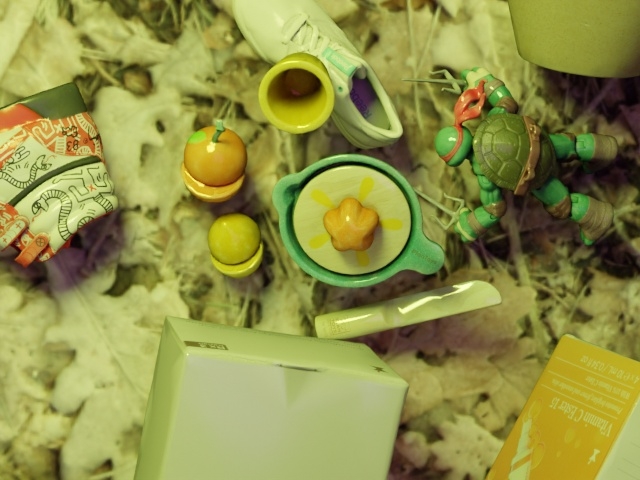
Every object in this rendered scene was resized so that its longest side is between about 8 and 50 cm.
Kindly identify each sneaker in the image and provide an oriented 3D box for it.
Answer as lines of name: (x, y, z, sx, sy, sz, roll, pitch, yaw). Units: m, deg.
sneaker: (-0.319, -0.031, 1.293, 0.270, 0.090, 0.145, -24, 98, -14)
sneaker: (0.007, -0.174, 1.363, 0.212, 0.094, 0.080, 44, 85, -14)

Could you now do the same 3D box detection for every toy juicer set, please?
toy juicer set: (0.000, 0.000, 1.347, 0.209, 0.089, 0.329, -33, 108, 16)

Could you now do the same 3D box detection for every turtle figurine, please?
turtle figurine: (0.183, -0.078, 1.412, 0.234, 0.118, 0.175, 14, 91, -21)

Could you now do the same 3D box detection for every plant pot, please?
plant pot: (0.274, -0.304, 1.363, 0.256, 0.256, 0.274, 0, 111, -15)

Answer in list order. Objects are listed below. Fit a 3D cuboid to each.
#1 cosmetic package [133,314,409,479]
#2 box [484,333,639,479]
cosmetic package: (-0.072, 0.280, 1.339, 0.217, 0.156, 0.385, 12, 95, -16)
box: (0.267, 0.293, 1.409, 0.168, 0.215, 0.345, 29, 87, -15)
